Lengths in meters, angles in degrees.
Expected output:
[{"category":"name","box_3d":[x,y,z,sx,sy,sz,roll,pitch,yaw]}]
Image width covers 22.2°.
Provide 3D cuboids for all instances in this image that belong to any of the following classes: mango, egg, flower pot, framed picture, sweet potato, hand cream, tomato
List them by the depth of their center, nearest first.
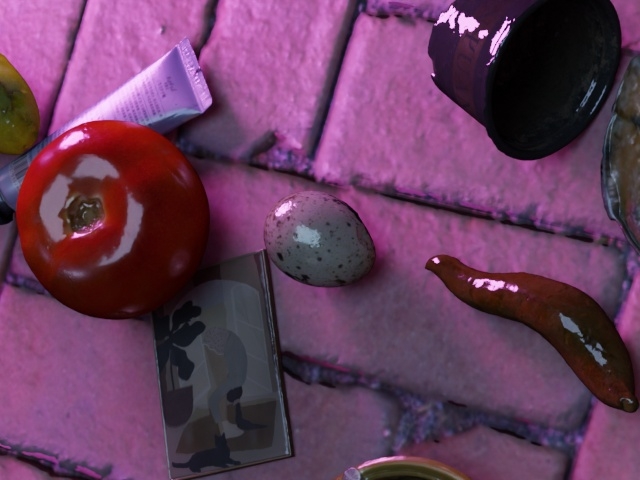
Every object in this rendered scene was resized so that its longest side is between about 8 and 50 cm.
[{"category":"sweet potato","box_3d":[0.189,0.061,1.387,0.249,0.059,0.069,35,110,34]},{"category":"flower pot","box_3d":[0.165,-0.158,1.399,0.107,0.157,0.157,33,96,43]},{"category":"egg","box_3d":[0.000,0.000,1.485,0.110,0.085,0.085,20,89,24]},{"category":"framed picture","box_3d":[-0.098,0.120,1.557,0.136,0.010,0.201,-16,73,26]},{"category":"tomato","box_3d":[-0.196,-0.019,1.561,0.195,0.136,0.195,-3,81,20]},{"category":"hand cream","box_3d":[-0.227,-0.100,1.652,0.271,0.058,0.091,-32,56,16]},{"category":"mango","box_3d":[-0.380,-0.153,1.708,0.233,0.111,0.125,37,119,33]}]

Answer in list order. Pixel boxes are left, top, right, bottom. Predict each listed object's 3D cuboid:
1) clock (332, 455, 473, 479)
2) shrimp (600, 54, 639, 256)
[{"category":"clock","box_3d":[0.078,0.302,1.396,0.237,0.057,0.237,-5,79,27]},{"category":"shrimp","box_3d":[0.356,-0.023,1.312,0.233,0.071,0.365,-36,65,28]}]
